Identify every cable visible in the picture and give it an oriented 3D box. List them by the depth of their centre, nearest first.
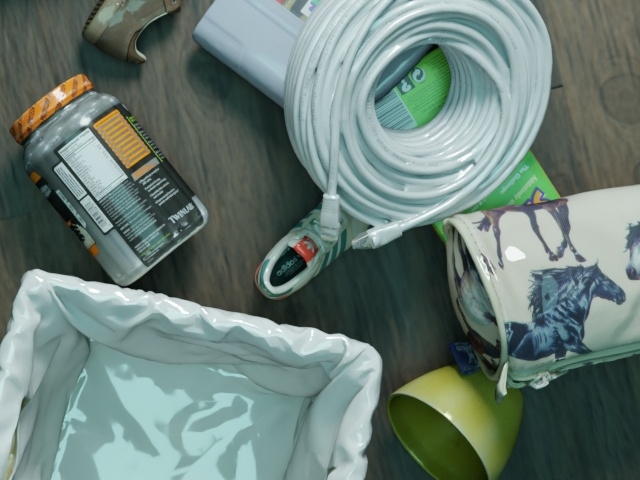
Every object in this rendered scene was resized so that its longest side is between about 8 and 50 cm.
[{"bbox_3d":[0.092,-0.138,1.426,0.257,0.089,0.257,-16,116,-16],"label":"cable"}]

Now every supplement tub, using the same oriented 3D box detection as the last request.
[{"bbox_3d":[-0.207,-0.060,1.475,0.117,0.117,0.190,-38,93,0],"label":"supplement tub"}]

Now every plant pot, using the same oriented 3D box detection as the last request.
[{"bbox_3d":[0.145,0.173,1.505,0.095,0.134,0.134,-42,94,-25],"label":"plant pot"}]

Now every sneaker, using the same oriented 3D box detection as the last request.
[{"bbox_3d":[-0.159,-0.263,1.504,0.071,0.066,0.188,33,96,-20],"label":"sneaker"},{"bbox_3d":[0.000,0.000,1.506,0.161,0.075,0.057,-43,94,0],"label":"sneaker"}]

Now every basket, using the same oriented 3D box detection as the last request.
[{"bbox_3d":[-0.140,0.222,1.401,0.331,0.266,0.328,13,85,-2],"label":"basket"}]

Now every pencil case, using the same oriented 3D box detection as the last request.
[{"bbox_3d":[0.326,0.035,1.454,0.410,0.160,0.183,-9,80,-10],"label":"pencil case"}]

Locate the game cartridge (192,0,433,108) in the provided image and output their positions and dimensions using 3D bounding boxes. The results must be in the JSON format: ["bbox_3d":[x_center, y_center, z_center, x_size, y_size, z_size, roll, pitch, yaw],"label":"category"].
[{"bbox_3d":[0.037,-0.257,1.494,0.196,0.060,0.294,37,89,2],"label":"game cartridge"}]

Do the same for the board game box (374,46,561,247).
[{"bbox_3d":[0.155,-0.063,1.530,0.124,0.039,0.259,-33,91,1],"label":"board game box"}]
